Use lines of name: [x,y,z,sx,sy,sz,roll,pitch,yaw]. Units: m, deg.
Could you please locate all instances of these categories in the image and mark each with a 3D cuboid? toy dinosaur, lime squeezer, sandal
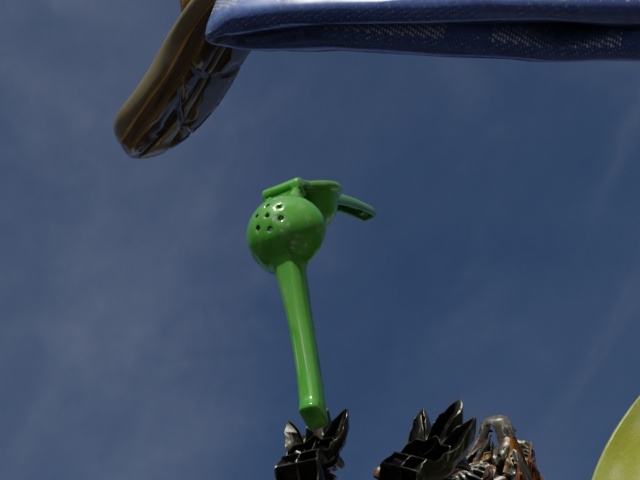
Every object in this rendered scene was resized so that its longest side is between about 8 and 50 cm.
toy dinosaur: [0.079,0.235,0.887,0.164,0.322,0.218,-19,-66,21]
lime squeezer: [0.000,0.000,0.867,0.059,0.310,0.110,-39,-75,23]
sandal: [-0.043,-0.118,0.562,0.049,0.072,0.180,42,-83,16]

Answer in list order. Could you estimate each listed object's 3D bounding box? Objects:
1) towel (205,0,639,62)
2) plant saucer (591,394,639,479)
towel: [0.085,-0.182,0.434,0.209,0.285,0.034,4,-30,17]
plant saucer: [0.279,0.118,0.804,0.037,0.241,0.241,44,-73,-4]
